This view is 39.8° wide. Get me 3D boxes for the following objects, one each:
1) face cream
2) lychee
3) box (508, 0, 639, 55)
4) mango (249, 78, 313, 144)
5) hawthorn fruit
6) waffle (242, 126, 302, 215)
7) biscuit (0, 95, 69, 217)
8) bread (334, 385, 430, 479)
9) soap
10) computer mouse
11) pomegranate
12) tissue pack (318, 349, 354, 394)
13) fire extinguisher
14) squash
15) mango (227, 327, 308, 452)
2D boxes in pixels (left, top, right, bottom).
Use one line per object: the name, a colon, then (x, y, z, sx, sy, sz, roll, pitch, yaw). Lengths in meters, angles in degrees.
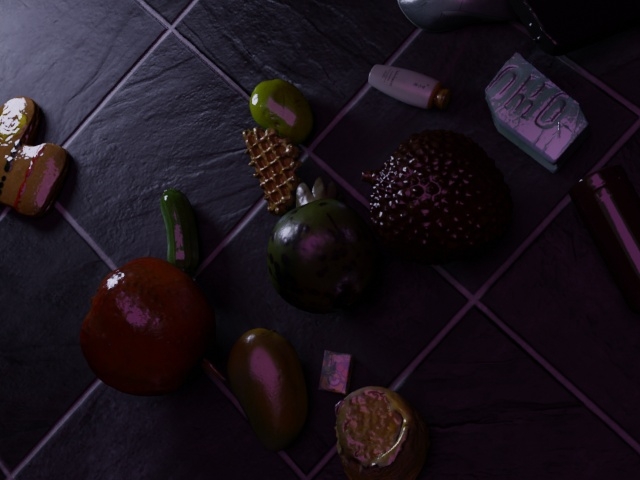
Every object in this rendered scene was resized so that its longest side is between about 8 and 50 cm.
face cream: (0.192, -0.330, 1.905, 0.182, 0.051, 0.072, 24, 81, 21)
lychee: (0.225, -0.086, 1.719, 0.304, 0.276, 0.275, 20, 83, 6)
box: (0.518, -0.533, 1.807, 0.289, 0.073, 0.290, -23, 70, -10)
mango: (-0.082, -0.289, 1.970, 0.163, 0.089, 0.117, 36, 84, 10)
hawthorn fruit: (-0.329, 0.201, 1.834, 0.330, 0.287, 0.287, 30, 87, 11)
waffle: (-0.111, -0.151, 1.937, 0.161, 0.046, 0.192, 12, 102, 32)
biscuit: (-0.728, -0.210, 2.170, 0.277, 0.052, 0.262, 28, 87, 22)
bread: (0.111, 0.383, 1.697, 0.197, 0.170, 0.197, -8, 62, 16)
soap: (0.431, -0.265, 1.793, 0.230, 0.091, 0.145, 42, 92, 21)
computer mouse: (0.348, -0.546, 1.891, 0.379, 0.090, 0.167, -3, 77, 15)
pomegranate: (0.003, -0.006, 1.790, 0.242, 0.242, 0.306, -8, 69, 16)
tissue pack: (0.034, 0.271, 1.819, 0.063, 0.035, 0.083, 7, 78, 20)
fire extinguisher: (0.599, 0.026, 1.657, 0.135, 0.114, 0.337, -21, 71, -2)
squash: (-0.314, -0.015, 1.981, 0.077, 0.068, 0.219, -8, 74, -1)
mango: (-0.105, 0.302, 1.813, 0.156, 0.114, 0.251, -21, 70, 4)
